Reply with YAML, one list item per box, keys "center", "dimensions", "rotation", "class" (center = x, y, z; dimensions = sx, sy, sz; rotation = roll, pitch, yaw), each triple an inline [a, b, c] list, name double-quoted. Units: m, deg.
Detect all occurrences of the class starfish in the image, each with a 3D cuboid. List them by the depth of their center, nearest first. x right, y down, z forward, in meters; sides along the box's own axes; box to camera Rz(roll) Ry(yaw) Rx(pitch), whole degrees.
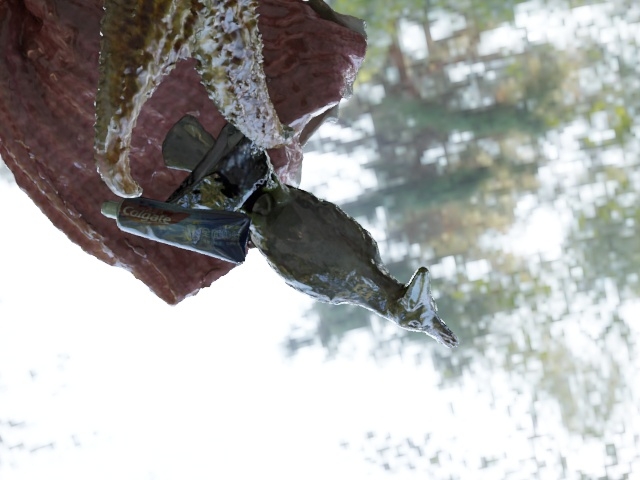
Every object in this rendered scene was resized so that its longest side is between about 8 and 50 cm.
- center: [-0.048, -0.122, 0.621]
  dimensions: [0.043, 0.227, 0.240]
  rotation: [0, -118, 26]
  class: "starfish"

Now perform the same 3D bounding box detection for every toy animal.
- center: [-0.004, -0.003, 0.881]
  dimensions: [0.070, 0.202, 0.105]
  rotation: [-55, -178, -3]
  class: "toy animal"

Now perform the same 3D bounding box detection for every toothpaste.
- center: [-0.073, -0.009, 0.808]
  dimensions: [0.083, 0.027, 0.019]
  rotation: [13, -160, 20]
  class: "toothpaste"

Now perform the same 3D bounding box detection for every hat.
- center: [-0.130, -0.118, 1.027]
  dimensions: [0.237, 0.286, 0.107]
  rotation: [-58, -173, -22]
  class: "hat"
